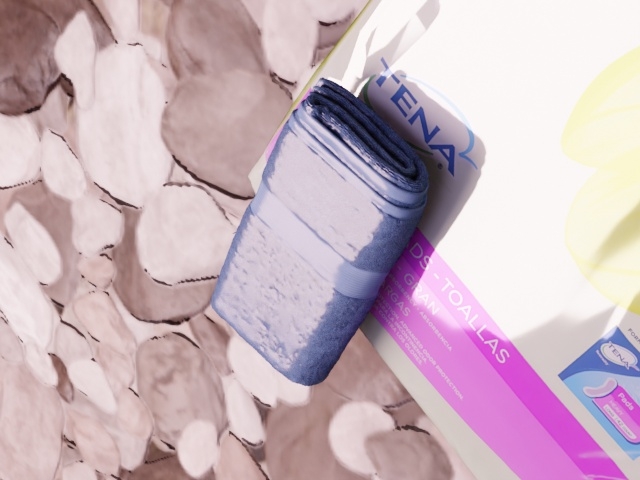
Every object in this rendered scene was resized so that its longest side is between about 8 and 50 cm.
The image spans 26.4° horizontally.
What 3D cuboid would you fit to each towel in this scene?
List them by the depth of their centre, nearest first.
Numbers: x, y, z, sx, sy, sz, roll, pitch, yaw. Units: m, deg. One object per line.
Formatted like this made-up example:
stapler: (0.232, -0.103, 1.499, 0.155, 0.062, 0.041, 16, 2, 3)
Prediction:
towel: (0.000, 0.000, 0.545, 0.067, 0.029, 0.119, 44, 131, 20)

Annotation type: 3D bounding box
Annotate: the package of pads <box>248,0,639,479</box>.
package of pads: (0.120, -0.040, 0.512, 0.229, 0.101, 0.296, 52, 133, 13)
